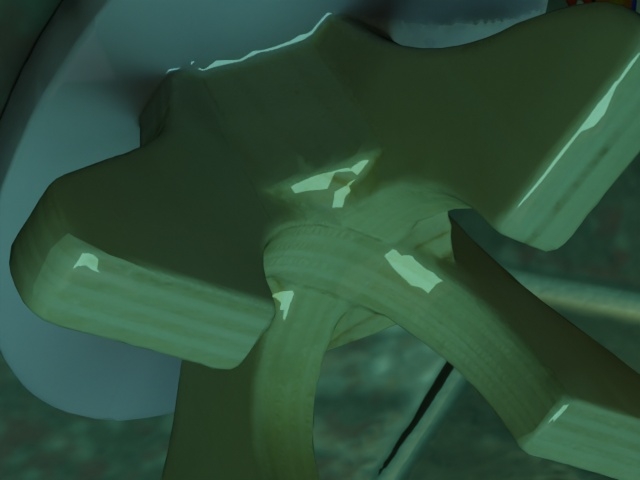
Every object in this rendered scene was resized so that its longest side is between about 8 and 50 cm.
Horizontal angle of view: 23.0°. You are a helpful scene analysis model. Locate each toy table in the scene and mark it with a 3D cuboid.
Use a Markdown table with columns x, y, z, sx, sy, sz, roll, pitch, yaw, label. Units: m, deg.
| x | y | z | sx | sy | sz | roll | pitch | yaw | label |
| --- | --- | --- | --- | --- | --- | --- | --- | --- | --- |
| 0.000 | 0.000 | 0.531 | 0.252 | 0.161 | 0.274 | 8 | 124 | -29 | toy table |

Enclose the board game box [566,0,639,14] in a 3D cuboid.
| x | y | z | sx | sy | sz | roll | pitch | yaw | label |
| --- | --- | --- | --- | --- | --- | --- | --- | --- | --- |
| 0.296 | -0.116 | 0.369 | 0.356 | 0.356 | 0.356 | -18 | 149 | -9 | board game box |
